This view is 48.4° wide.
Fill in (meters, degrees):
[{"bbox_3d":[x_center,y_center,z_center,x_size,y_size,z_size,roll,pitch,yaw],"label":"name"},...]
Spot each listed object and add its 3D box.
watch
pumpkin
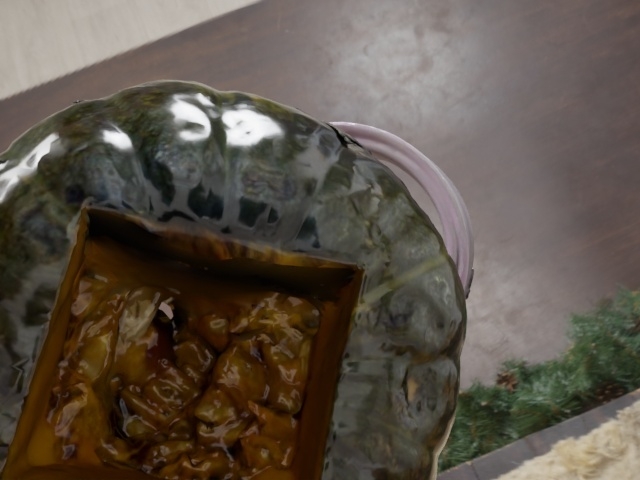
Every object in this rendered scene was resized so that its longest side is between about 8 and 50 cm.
[{"bbox_3d":[0.000,0.000,0.587,0.248,0.211,0.217,45,101,10],"label":"watch"},{"bbox_3d":[-0.073,0.067,0.392,0.320,0.192,0.320,2,80,-10],"label":"pumpkin"}]
